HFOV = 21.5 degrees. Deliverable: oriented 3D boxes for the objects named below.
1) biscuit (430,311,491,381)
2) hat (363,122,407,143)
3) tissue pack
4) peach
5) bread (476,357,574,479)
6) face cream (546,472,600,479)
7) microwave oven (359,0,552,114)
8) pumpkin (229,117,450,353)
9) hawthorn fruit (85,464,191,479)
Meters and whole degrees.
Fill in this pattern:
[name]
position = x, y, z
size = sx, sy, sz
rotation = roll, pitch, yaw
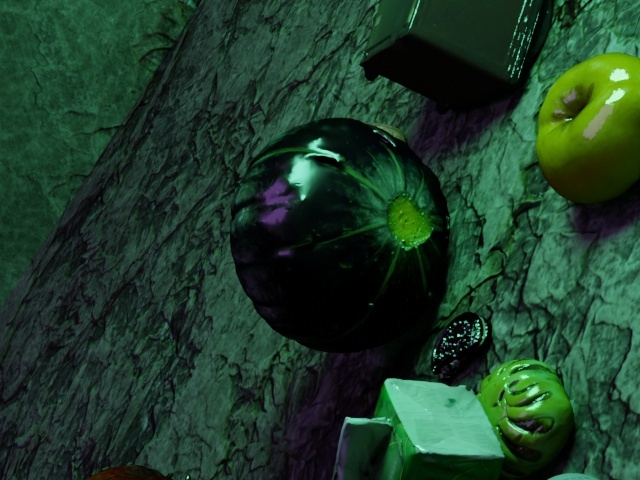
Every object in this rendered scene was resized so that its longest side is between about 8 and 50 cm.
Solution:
[biscuit]
position = 0.163, 0.125, 1.967
size = 0.089, 0.027, 0.087
rotation = -62, 23, -5
[hat]
position = 0.058, -0.102, 2.394
size = 0.146, 0.067, 0.146
rotation = -9, 35, 7
[tissue pack]
position = 0.078, 0.266, 1.742
size = 0.148, 0.156, 0.209
rotation = -110, 29, -62
[peach]
position = 0.313, -0.129, 1.864
size = 0.179, 0.103, 0.179
rotation = -47, 28, 35
[bread]
position = 0.206, 0.184, 1.767
size = 0.130, 0.071, 0.139
rotation = -47, 27, 37
[face cream]
position = 0.239, 0.276, 1.540
size = 0.117, 0.117, 0.104
rotation = -55, 17, 13
[microwave oven]
position = 0.188, -0.313, 2.220
size = 0.178, 0.188, 0.247
rotation = -17, 52, 65
[pumpkin]
position = 0.000, 0.000, 2.084
size = 0.296, 0.296, 0.296
rotation = -44, 28, 32
[hawthorn fruit]
position = -0.218, 0.453, 2.045
size = 0.369, 0.285, 0.285
rotation = -65, 24, 0
